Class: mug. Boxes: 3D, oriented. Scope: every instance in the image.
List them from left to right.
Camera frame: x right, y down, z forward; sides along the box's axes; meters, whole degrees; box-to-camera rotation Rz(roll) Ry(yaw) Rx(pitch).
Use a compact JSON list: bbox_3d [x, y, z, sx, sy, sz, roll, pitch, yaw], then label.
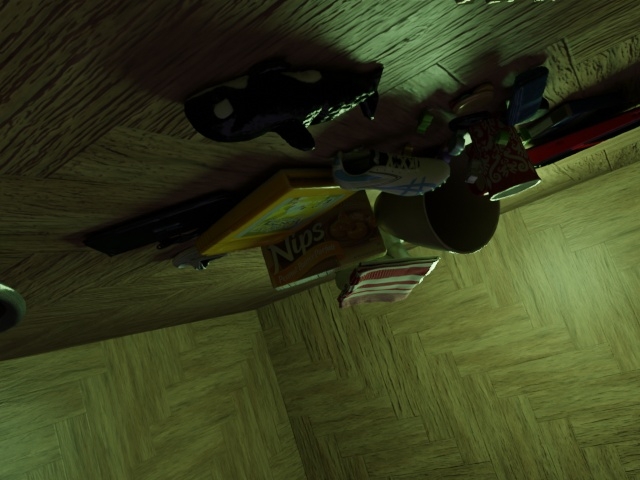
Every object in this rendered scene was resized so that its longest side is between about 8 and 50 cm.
[{"bbox_3d":[0.380,-0.180,1.150,0.150,0.169,0.113,-22,170,26],"label":"mug"}]

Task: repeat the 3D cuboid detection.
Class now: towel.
[{"bbox_3d":[0.190,0.126,1.534,0.237,0.037,0.329,-6,157,-11],"label":"towel"},{"bbox_3d":[0.388,-0.268,0.978,0.067,0.029,0.119,-24,150,-2],"label":"towel"}]

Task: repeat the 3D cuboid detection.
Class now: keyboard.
[{"bbox_3d":[-0.320,-0.029,1.127,0.318,0.033,0.201,-17,165,1],"label":"keyboard"}]

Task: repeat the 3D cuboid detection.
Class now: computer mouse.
[{"bbox_3d":[0.362,-0.260,1.060,0.242,0.041,0.071,-12,168,-22],"label":"computer mouse"}]

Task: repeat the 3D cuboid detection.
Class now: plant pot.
[{"bbox_3d":[0.270,-0.089,1.349,0.257,0.256,0.274,-12,-176,-30],"label":"plant pot"}]

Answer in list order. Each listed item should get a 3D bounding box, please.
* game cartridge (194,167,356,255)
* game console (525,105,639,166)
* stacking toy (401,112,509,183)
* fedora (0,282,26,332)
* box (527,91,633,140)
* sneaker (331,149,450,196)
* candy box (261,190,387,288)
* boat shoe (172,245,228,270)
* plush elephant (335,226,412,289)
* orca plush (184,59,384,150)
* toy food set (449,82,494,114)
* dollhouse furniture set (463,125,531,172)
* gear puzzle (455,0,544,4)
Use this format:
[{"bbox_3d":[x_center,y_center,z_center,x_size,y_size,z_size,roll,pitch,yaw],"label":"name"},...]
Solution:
[{"bbox_3d":[-0.090,-0.060,1.174,0.324,0.052,0.285,-35,166,36],"label":"game cartridge"},{"bbox_3d":[0.712,-0.280,1.401,0.342,0.060,0.387,-25,175,39],"label":"game console"},{"bbox_3d":[0.262,-0.182,1.057,0.167,0.052,0.221,12,168,-1],"label":"stacking toy"},{"bbox_3d":[-0.646,0.083,0.873,0.244,0.124,0.275,-19,162,-6],"label":"fedora"},{"bbox_3d":[0.644,-0.310,1.295,0.226,0.036,0.136,-15,170,-21],"label":"box"},{"bbox_3d":[0.140,-0.141,1.041,0.238,0.085,0.086,0,149,6],"label":"sneaker"},{"bbox_3d":[0.000,0.000,1.413,0.317,0.182,0.087,-18,169,1],"label":"candy box"},{"bbox_3d":[-0.329,0.049,1.435,0.184,0.063,0.066,-22,170,18],"label":"boat shoe"},{"bbox_3d":[0.134,0.043,1.703,0.255,0.271,0.330,-36,136,19],"label":"plush elephant"},{"bbox_3d":[-0.030,-0.160,0.712,0.288,0.102,0.151,-11,168,-37],"label":"orca plush"},{"bbox_3d":[0.282,-0.259,0.971,0.083,0.020,0.083,-21,170,16],"label":"toy food set"},{"bbox_3d":[0.419,-0.221,1.246,0.152,0.076,0.058,-28,173,4],"label":"dollhouse furniture set"},{"bbox_3d":[0.308,-0.335,0.566,0.339,0.044,0.175,-16,169,-28],"label":"gear puzzle"}]
